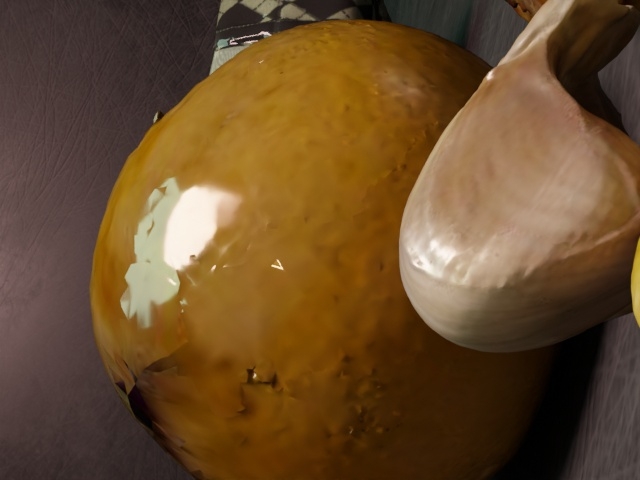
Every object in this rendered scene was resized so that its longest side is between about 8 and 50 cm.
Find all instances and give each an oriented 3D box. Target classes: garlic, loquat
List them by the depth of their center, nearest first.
[{"bbox_3d":[0.092,-0.012,0.475,0.124,0.099,0.174,-48,-20,12],"label":"garlic"},{"bbox_3d":[0.014,0.016,0.711,0.263,0.263,0.263,-167,90,-87],"label":"loquat"}]

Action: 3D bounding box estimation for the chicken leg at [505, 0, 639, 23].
[{"bbox_3d":[0.135,-0.209,0.606,0.107,0.087,0.251,36,123,47],"label":"chicken leg"}]

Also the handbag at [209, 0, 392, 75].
[{"bbox_3d":[-0.009,-0.017,1.322,0.317,0.180,0.416,54,-140,-59],"label":"handbag"}]

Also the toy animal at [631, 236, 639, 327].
[{"bbox_3d":[0.125,-0.045,0.375,0.083,0.070,0.159,16,-92,-76],"label":"toy animal"}]
